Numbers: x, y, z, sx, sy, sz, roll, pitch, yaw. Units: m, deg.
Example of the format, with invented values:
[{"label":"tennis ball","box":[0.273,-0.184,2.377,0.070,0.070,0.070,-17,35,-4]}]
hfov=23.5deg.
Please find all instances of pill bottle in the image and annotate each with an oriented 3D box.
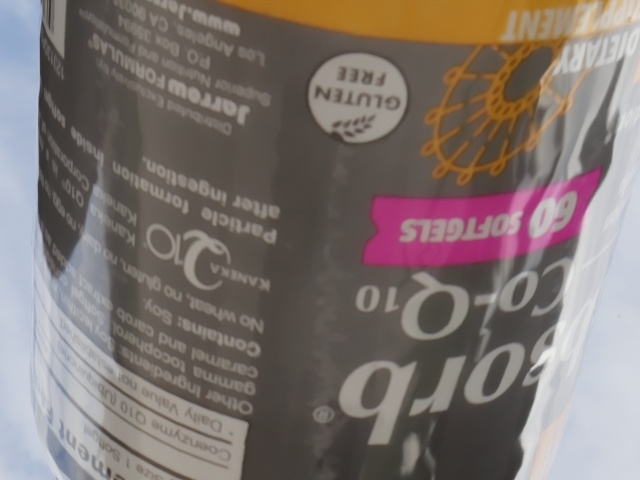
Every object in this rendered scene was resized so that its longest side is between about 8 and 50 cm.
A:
[{"label":"pill bottle","box":[0.000,0.000,0.430,0.162,0.162,0.278,16,-56,11]}]
